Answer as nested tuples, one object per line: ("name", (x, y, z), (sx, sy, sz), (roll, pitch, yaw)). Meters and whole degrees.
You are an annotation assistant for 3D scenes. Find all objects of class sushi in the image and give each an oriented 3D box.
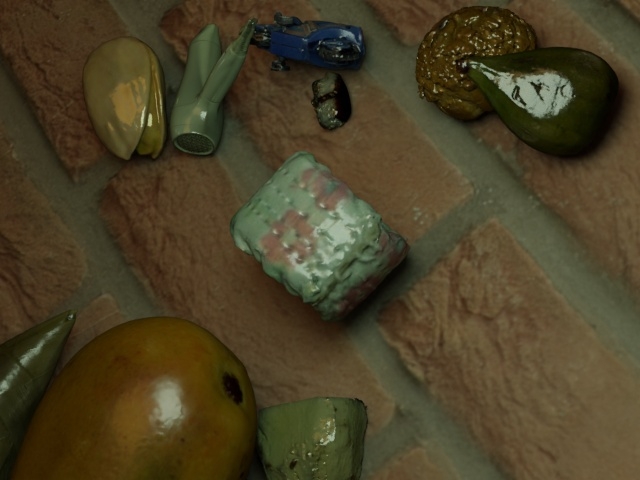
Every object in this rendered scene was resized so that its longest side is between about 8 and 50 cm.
("sushi", (0.015, -0.193, 1.996), (0.046, 0.044, 0.083), (-23, 58, 21))

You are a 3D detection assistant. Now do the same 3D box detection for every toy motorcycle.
("toy motorcycle", (-0.011, -0.271, 2.020), (0.205, 0.114, 0.076), (19, 113, 40))

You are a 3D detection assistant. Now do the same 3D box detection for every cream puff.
("cream puff", (0.192, -0.230, 1.862), (0.165, 0.115, 0.150), (-35, 49, 13))

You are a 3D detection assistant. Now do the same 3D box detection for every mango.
("mango", (-0.252, 0.299, 1.791), (0.445, 0.232, 0.300), (-54, 47, 6))

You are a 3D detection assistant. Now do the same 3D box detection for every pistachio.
("pistachio", (-0.280, -0.210, 2.132), (0.145, 0.117, 0.200), (-57, 37, 43))

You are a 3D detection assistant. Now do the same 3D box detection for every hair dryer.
("hair dryer", (-0.137, -0.254, 2.045), (0.237, 0.075, 0.206), (134, 146, -52))

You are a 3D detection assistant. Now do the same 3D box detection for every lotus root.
("lotus root", (-0.014, 0.256, 1.764), (0.143, 0.070, 0.144), (-21, 57, 22))

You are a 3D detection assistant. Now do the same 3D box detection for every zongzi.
("zongzi", (-0.417, 0.263, 1.968), (0.300, 0.145, 0.274), (-30, 58, 7))

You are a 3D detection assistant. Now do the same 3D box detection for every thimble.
("thimble", (0.000, 0.000, 1.809), (0.149, 0.185, 0.211), (-47, 27, 1))

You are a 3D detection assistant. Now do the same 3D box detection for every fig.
("fig", (0.260, -0.184, 1.777), (0.185, 0.126, 0.133), (29, 108, 15))
